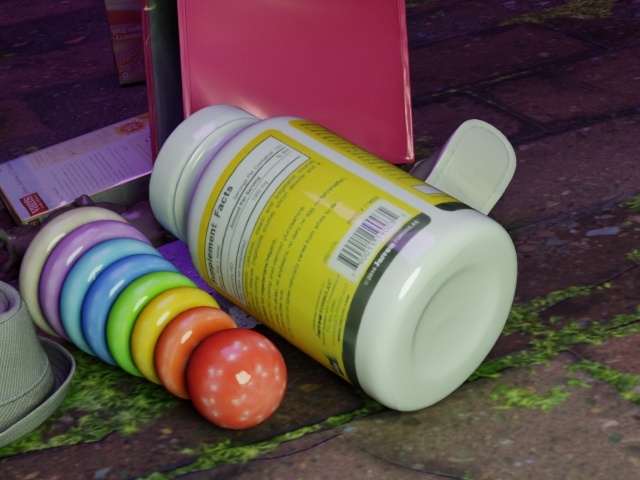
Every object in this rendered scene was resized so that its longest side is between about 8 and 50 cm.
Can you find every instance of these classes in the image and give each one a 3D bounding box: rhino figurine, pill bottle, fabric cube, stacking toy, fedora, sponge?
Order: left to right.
[{"bbox_3d":[-0.375,0.111,1.315,0.275,0.124,0.244,-7,23,1],"label":"fedora"},{"bbox_3d":[-0.284,-0.007,1.623,0.243,0.073,0.106,-6,20,7],"label":"rhino figurine"},{"bbox_3d":[-0.151,0.079,1.322,0.141,0.141,0.330,-23,32,-31],"label":"stacking toy"},{"bbox_3d":[-0.092,0.036,1.516,0.117,0.031,0.210,-19,25,-25],"label":"sponge"},{"bbox_3d":[-0.058,-0.198,1.633,0.258,0.254,0.259,-5,-1,-15],"label":"fabric cube"},{"bbox_3d":[0.000,0.000,1.290,0.188,0.188,0.334,-26,43,-36],"label":"pill bottle"}]

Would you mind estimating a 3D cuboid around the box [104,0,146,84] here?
[{"bbox_3d":[-0.198,-0.364,2.318,0.300,0.154,0.142,-8,24,-5],"label":"box"}]

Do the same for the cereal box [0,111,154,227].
[{"bbox_3d":[-0.284,-0.083,1.783,0.240,0.047,0.173,-22,33,-16],"label":"cereal box"}]

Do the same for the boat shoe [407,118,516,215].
[{"bbox_3d":[0.107,-0.014,1.493,0.305,0.109,0.091,-48,4,-40],"label":"boat shoe"}]
